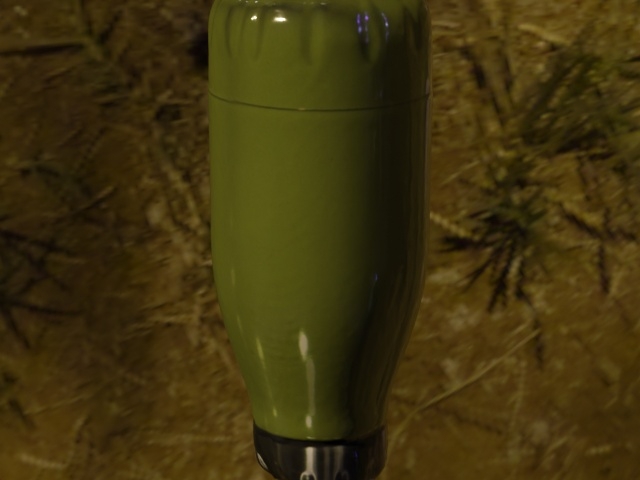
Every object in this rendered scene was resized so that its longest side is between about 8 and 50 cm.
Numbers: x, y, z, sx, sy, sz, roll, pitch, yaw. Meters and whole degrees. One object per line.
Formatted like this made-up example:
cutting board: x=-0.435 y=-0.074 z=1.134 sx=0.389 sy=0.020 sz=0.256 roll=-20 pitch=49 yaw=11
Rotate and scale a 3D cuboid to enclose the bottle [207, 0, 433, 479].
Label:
bottle: x=0.000 y=0.000 z=0.862 sx=0.112 sy=0.112 sz=0.260 roll=7 pitch=108 yaw=22
